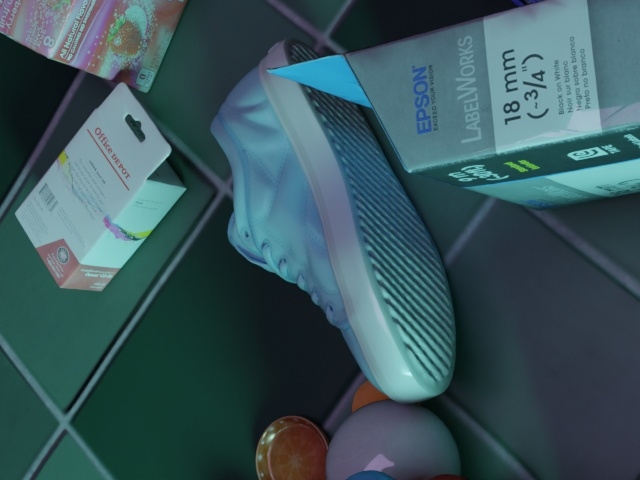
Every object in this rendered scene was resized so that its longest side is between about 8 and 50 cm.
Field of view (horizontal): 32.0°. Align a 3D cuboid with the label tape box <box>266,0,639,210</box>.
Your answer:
[{"bbox_3d":[0.165,-0.091,0.832,0.334,0.241,0.105,-10,80,32],"label":"label tape box"}]

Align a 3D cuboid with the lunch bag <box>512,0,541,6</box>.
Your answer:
[{"bbox_3d":[0.164,-0.245,0.891,0.090,0.176,0.219,-48,62,17],"label":"lunch bag"}]

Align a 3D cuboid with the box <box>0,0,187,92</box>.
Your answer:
[{"bbox_3d":[-0.213,-0.327,1.156,0.142,0.154,0.300,30,98,32],"label":"box"}]

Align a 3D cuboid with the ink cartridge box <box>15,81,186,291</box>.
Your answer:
[{"bbox_3d":[-0.221,-0.055,1.173,0.198,0.067,0.115,-47,62,20],"label":"ink cartridge box"}]

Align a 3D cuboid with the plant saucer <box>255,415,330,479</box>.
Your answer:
[{"bbox_3d":[-0.023,0.205,1.042,0.084,0.013,0.083,-6,79,32],"label":"plant saucer"}]

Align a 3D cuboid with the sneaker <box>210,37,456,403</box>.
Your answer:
[{"bbox_3d":[0.000,0.000,0.998,0.150,0.135,0.365,-38,55,28],"label":"sneaker"}]

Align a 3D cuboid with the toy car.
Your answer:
[{"bbox_3d":[0.048,0.222,0.919,0.210,0.219,0.238,-40,35,22],"label":"toy car"}]
